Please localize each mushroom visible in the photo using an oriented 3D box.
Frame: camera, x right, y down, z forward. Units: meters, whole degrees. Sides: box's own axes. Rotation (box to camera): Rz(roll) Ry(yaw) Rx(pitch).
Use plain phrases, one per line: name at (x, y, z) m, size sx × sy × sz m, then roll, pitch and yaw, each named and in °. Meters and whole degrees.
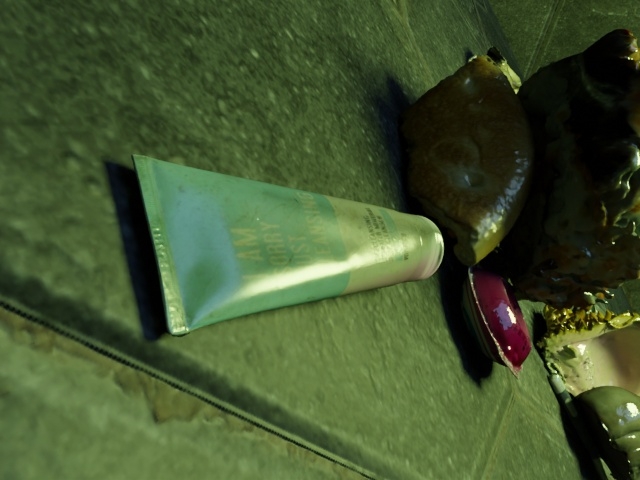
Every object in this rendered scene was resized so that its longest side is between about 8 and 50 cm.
mushroom at (0.515, 0.321, 0.960) m, size 0.188 × 0.117 × 0.141 m, roll 55°, pitch -8°, yaw -27°

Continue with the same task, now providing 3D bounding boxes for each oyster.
oyster at (0.498, -0.441, 1.567) m, size 0.271 × 0.100 × 0.275 m, roll 28°, pitch 33°, yaw -51°

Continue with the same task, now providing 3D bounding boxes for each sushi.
sushi at (0.371, -0.086, 0.836) m, size 0.175 × 0.418 × 0.418 m, roll 10°, pitch 47°, yaw -6°

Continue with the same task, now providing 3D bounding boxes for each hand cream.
hand cream at (0.000, 0.000, 0.438) m, size 0.312 × 0.070 × 0.111 m, roll 1°, pitch 70°, yaw -54°

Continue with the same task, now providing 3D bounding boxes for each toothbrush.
toothbrush at (0.466, 0.356, 0.971) m, size 0.024 × 0.026 × 0.288 m, roll -29°, pitch 93°, yaw -20°

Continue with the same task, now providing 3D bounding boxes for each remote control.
remote control at (0.807, 0.211, 1.642) m, size 0.261 × 0.029 × 0.067 m, roll 25°, pitch 47°, yaw -49°

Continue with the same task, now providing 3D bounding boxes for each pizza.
pizza at (0.201, -0.125, 0.780) m, size 0.074 × 0.182 × 0.365 m, roll 69°, pitch 22°, yaw -53°

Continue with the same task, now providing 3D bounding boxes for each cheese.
cheese at (0.229, 0.076, 0.761) m, size 0.155 × 0.062 × 0.244 m, roll 48°, pitch 28°, yaw -32°

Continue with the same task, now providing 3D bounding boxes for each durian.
durian at (0.542, 0.213, 1.046) m, size 0.305 × 0.195 × 0.185 m, roll 52°, pitch 25°, yaw -18°
